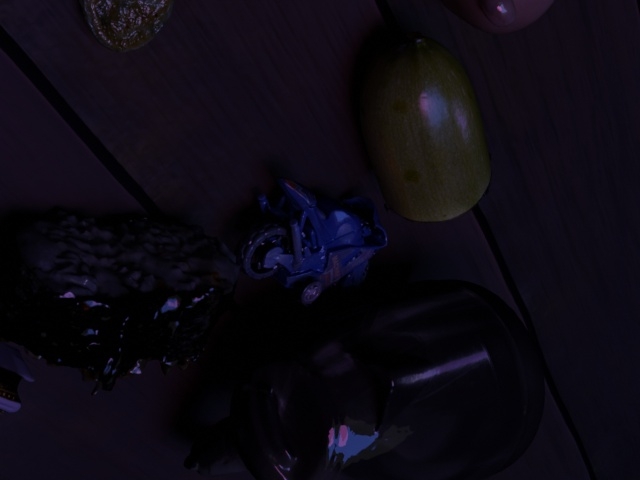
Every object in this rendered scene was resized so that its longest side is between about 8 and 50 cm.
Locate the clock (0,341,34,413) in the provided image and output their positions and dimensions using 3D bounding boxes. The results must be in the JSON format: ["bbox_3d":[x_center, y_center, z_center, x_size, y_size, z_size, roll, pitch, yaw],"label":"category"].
[{"bbox_3d":[-0.361,0.128,0.810,0.253,0.083,0.186,-33,151,7],"label":"clock"}]

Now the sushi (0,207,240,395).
[{"bbox_3d":[-0.165,0.056,0.931,0.212,0.147,0.115,-1,124,-45],"label":"sushi"}]

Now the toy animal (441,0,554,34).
[{"bbox_3d":[0.187,-0.276,0.972,0.197,0.171,0.171,-47,142,5],"label":"toy animal"}]

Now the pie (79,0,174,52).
[{"bbox_3d":[-0.145,-0.182,0.844,0.084,0.021,0.084,-23,132,-29],"label":"pie"}]

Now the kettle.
[{"bbox_3d":[0.019,0.176,1.157,0.321,0.228,0.324,-26,166,39],"label":"kettle"}]

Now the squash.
[{"bbox_3d":[0.098,-0.116,1.053,0.123,0.123,0.186,-36,141,-14],"label":"squash"}]

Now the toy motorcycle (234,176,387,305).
[{"bbox_3d":[0.000,0.000,1.096,0.205,0.076,0.114,17,108,-53],"label":"toy motorcycle"}]
